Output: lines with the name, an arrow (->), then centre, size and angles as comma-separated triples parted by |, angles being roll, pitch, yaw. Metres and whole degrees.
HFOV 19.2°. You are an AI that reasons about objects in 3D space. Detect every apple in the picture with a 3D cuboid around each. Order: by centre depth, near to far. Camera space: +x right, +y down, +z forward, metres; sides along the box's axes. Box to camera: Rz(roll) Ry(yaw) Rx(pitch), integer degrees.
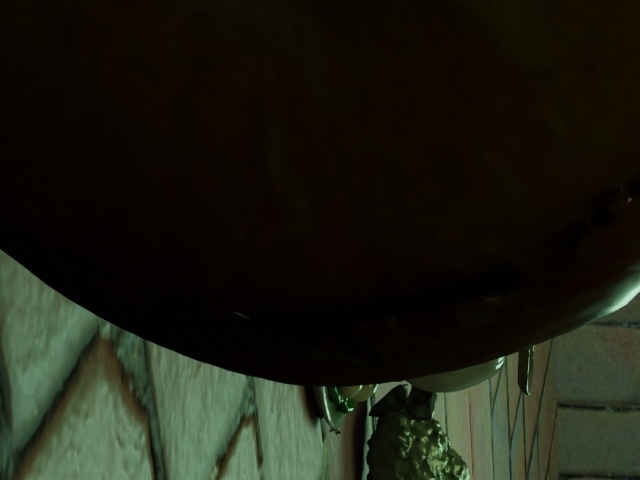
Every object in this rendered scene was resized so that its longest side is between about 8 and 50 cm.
apple -> 0.018, -0.161, 0.563 | 0.384, 0.374, 0.374 | -63, 178, 22

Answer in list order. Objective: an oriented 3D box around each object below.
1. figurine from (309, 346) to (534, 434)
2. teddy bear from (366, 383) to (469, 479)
figurine -> 0.076, 0.068, 1.266 | 0.132, 0.154, 0.132 | 2, 90, -78
teddy bear -> 0.071, 0.217, 1.432 | 0.133, 0.111, 0.213 | 169, -102, -81
